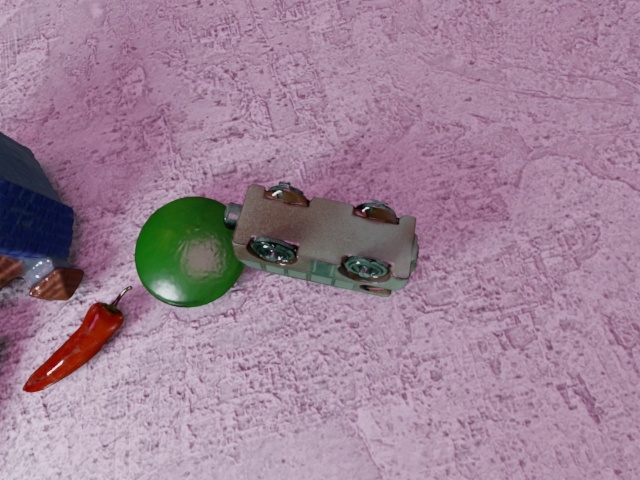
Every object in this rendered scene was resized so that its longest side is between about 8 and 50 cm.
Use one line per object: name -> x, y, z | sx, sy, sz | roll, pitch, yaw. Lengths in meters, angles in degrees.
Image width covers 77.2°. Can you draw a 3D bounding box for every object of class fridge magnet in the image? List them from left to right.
fridge magnet -> -0.235, 0.019, 0.736 | 0.208, 0.088, 0.208 | -1, 76, 2

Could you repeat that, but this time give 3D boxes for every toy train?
toy train -> 0.000, 0.000, 0.685 | 0.326, 0.159, 0.129 | 11, 65, 1

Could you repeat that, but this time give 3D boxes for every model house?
model house -> -0.600, 0.000, 0.694 | 0.295, 0.252, 0.329 | -36, 83, -6

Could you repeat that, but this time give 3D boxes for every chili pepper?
chili pepper -> -0.430, 0.185, 0.723 | 0.272, 0.071, 0.063 | -47, 118, -2
